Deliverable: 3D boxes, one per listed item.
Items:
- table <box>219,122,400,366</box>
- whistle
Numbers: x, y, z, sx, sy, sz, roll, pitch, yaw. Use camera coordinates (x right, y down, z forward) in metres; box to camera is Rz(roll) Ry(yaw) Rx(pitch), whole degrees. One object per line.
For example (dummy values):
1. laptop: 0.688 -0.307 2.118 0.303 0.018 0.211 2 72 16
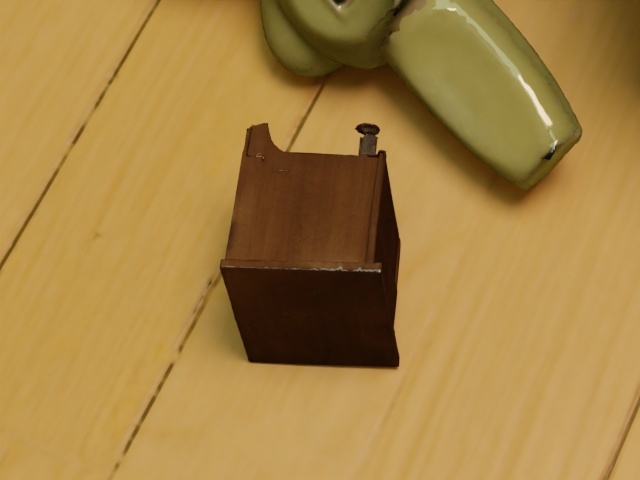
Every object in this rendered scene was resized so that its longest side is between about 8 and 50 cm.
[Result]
1. table: 0.000 0.000 0.856 0.070 0.083 0.082 1 58 9
2. whistle: 0.020 -0.150 0.926 0.294 0.141 0.141 44 74 4
